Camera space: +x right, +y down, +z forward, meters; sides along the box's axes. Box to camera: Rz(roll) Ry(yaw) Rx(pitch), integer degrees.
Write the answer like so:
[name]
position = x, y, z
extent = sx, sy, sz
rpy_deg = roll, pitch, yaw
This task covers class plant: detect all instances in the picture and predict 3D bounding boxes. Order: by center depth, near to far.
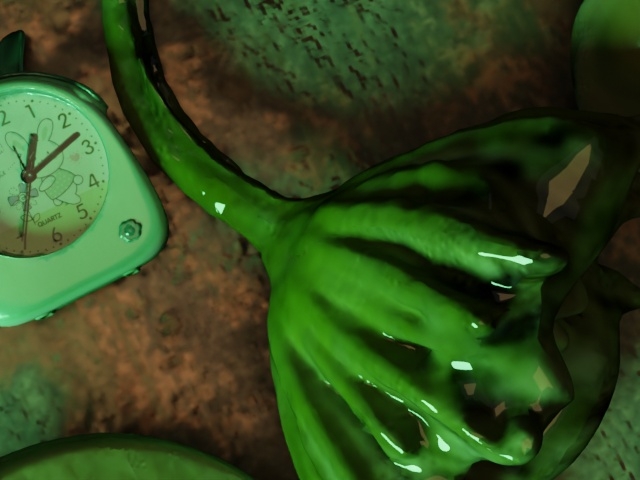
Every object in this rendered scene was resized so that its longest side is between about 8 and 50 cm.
[plant]
position = 0.015, -0.001, 0.673
extent = 0.333, 0.180, 0.251
rpy_deg = 36, 106, 35

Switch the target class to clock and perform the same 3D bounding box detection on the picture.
[clock]
position = -0.139, -0.034, 0.676
extent = 0.101, 0.041, 0.135
rpy_deg = -25, 89, -3

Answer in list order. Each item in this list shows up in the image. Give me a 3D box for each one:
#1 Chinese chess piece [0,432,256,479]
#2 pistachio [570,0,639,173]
[Chinese chess piece]
position = -0.093, 0.201, 0.612
extent = 0.237, 0.092, 0.238
rpy_deg = 7, 69, -19
[pistachio]
position = 0.257, -0.074, 0.649
extent = 0.288, 0.197, 0.166
rpy_deg = 19, 44, 10
